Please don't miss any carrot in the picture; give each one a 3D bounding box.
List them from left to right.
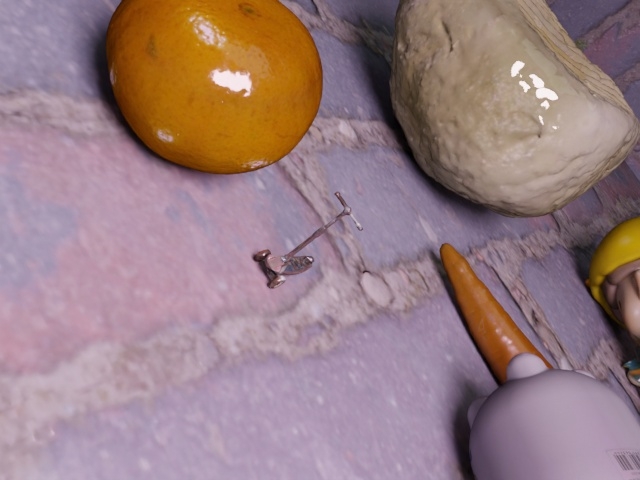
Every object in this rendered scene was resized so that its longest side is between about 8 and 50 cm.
[{"bbox_3d":[0.208,0.143,0.697,0.336,0.069,0.069,57,29,14],"label":"carrot"}]

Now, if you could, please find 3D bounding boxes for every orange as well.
[{"bbox_3d":[-0.075,-0.116,0.510,0.156,0.124,0.156,19,45,-20],"label":"orange"}]

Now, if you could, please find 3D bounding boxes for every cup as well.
[{"bbox_3d":[0.197,0.179,0.561,0.173,0.134,0.142,34,25,-29],"label":"cup"}]

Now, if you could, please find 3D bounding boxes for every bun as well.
[{"bbox_3d":[0.213,-0.169,0.874,0.349,0.227,0.352,31,33,-34],"label":"bun"}]

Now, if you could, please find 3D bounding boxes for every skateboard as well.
[{"bbox_3d":[0.000,0.000,0.527,0.064,0.083,0.032,-7,63,-59],"label":"skateboard"}]

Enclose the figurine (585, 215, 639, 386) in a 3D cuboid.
[{"bbox_3d":[0.502,0.122,1.028,0.215,0.187,0.343,58,23,-44],"label":"figurine"}]
